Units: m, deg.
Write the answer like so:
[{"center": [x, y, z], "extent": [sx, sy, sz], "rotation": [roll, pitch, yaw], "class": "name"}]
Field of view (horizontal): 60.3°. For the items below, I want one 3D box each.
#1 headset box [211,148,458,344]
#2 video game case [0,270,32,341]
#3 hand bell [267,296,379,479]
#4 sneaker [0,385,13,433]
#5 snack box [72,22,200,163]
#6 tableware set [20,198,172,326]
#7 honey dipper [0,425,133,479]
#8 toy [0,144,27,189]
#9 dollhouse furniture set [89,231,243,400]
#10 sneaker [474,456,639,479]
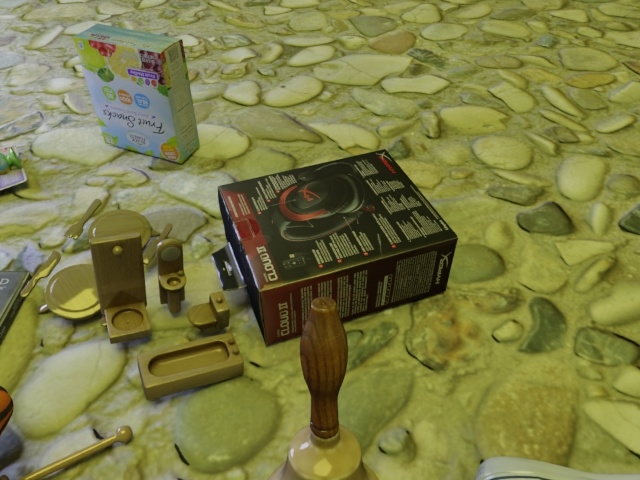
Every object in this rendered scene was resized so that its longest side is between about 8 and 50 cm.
[{"center": [0.000, 0.000, 0.757], "extent": [0.293, 0.110, 0.218], "rotation": [-15, 45, -15], "class": "headset box"}, {"center": [-0.502, 0.142, 0.671], "extent": [0.196, 0.026, 0.274], "rotation": [0, 42, 1], "class": "video game case"}, {"center": [0.004, 0.153, 0.482], "extent": [0.126, 0.242, 0.126], "rotation": [0, 28, 0], "class": "hand bell"}, {"center": [-0.300, 0.253, 0.443], "extent": [0.180, 0.124, 0.321], "rotation": [25, 21, -7], "class": "sneaker"}, {"center": [-0.312, -0.252, 0.958], "extent": [0.174, 0.207, 0.070], "rotation": [15, 45, 17], "class": "snack box"}, {"center": [-0.308, 0.035, 0.776], "extent": [0.128, 0.039, 0.194], "rotation": [19, 51, 3], "class": "tableware set"}, {"center": [-0.275, 0.233, 0.570], "extent": [0.161, 0.030, 0.030], "rotation": [-23, 47, -25], "class": "honey dipper"}, {"center": [-0.628, -0.107, 0.915], "extent": [0.237, 0.056, 0.137], "rotation": [-22, 46, -22], "class": "toy"}, {"center": [-0.179, 0.080, 0.648], "extent": [0.144, 0.123, 0.151], "rotation": [-10, 43, -23], "class": "dollhouse furniture set"}, {"center": [0.269, 0.265, 0.488], "extent": [0.258, 0.094, 0.091], "rotation": [0, 33, 16], "class": "sneaker"}]
